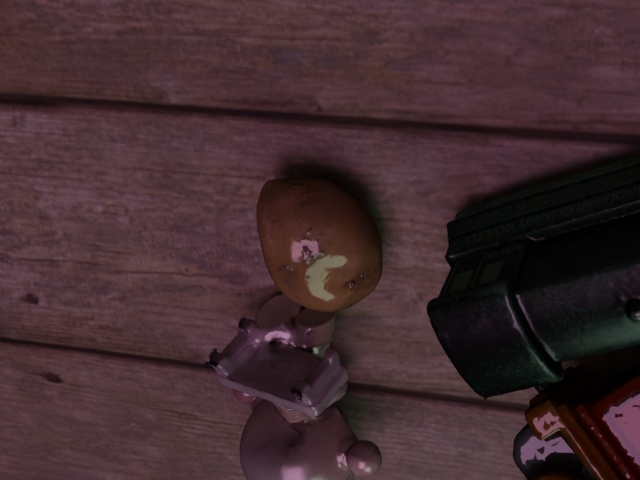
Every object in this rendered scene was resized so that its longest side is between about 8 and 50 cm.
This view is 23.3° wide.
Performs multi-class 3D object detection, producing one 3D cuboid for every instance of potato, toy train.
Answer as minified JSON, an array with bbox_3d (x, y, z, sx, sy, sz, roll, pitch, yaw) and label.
[{"bbox_3d":[0.002,0.001,1.482,0.112,0.112,0.147,-17,125,33],"label":"potato"},{"bbox_3d":[0.320,0.233,1.405,0.231,0.163,0.369,-39,84,23],"label":"toy train"},{"bbox_3d":[0.245,0.029,1.349,0.330,0.178,0.138,-17,117,34],"label":"toy train"}]

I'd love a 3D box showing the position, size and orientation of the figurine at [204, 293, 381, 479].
[{"bbox_3d":[-0.021,0.197,1.620,0.182,0.144,0.257,2,130,18],"label":"figurine"}]
